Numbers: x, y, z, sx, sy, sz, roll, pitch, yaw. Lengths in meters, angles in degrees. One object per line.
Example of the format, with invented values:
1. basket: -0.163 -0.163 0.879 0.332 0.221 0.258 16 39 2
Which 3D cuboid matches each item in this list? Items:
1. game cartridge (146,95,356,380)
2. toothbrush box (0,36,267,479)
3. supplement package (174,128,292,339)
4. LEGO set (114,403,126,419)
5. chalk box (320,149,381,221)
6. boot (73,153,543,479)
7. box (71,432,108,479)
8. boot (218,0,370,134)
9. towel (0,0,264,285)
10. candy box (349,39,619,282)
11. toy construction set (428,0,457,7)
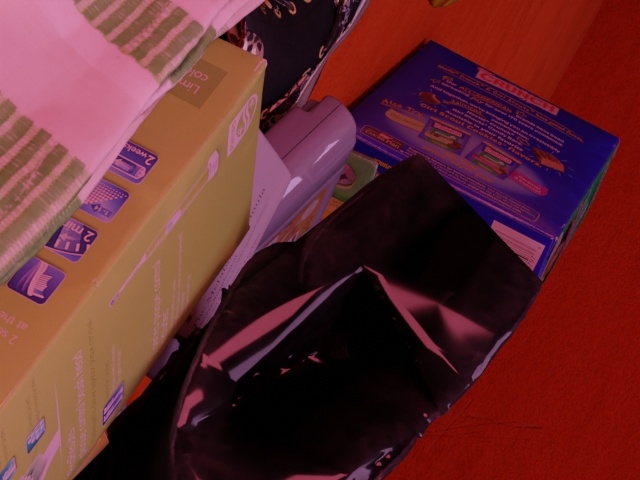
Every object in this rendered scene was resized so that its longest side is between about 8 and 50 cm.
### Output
1. game cartridge: -0.074 0.018 1.215 0.198 0.062 0.297 -49 173 -25
2. toothbrush box: -0.178 0.013 0.591 0.283 0.206 0.122 -57 166 -35
3. supplement package: -0.122 -0.035 0.896 0.139 0.133 0.244 -64 168 -5
4. LEGO set: -0.179 0.176 1.141 0.182 0.060 0.244 88 -1 -65
5. chalk box: 0.000 0.000 1.483 0.132 0.132 0.213 -51 161 -47
6. boot: -0.089 0.175 0.815 0.367 0.146 0.445 -58 -171 -26
7. box: -0.245 0.200 0.672 0.322 0.058 0.232 -47 -177 -28
8. boot: -0.033 -0.179 1.099 0.236 0.085 0.178 -64 166 5
9. towel: -0.130 -0.131 0.519 0.038 0.248 0.325 -13 -148 49
10. candy box: 0.171 -0.079 1.712 0.317 0.268 0.122 -46 161 -56
11. toy construction set: 0.096 -0.311 1.075 0.237 0.257 0.309 -45 180 44
